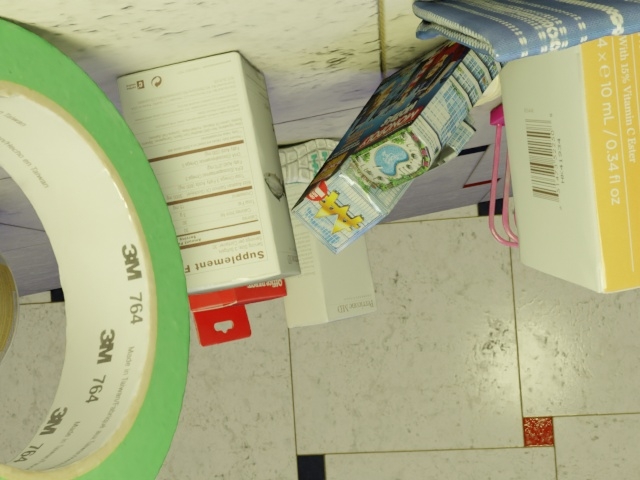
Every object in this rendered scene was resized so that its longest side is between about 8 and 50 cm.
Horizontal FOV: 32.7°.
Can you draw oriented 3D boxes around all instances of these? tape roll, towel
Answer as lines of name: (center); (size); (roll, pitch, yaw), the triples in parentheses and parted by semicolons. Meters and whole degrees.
tape roll: (-0.199, 0.028, 0.653); (0.077, 0.321, 0.321); (-12, 176, 26)
towel: (0.244, -0.159, 0.714); (0.336, 0.040, 0.243); (-11, -164, -4)

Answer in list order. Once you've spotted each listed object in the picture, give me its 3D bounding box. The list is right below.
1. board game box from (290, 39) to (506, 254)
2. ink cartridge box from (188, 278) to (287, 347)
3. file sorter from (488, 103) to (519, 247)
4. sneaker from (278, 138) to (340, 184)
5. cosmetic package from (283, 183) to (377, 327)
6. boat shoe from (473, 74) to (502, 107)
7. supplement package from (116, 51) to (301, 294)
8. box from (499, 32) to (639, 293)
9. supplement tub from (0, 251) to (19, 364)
board game box: (0.069, -0.083, 0.922); (0.194, 0.060, 0.194); (-53, -166, -25)
ink cartridge box: (-0.119, 0.018, 1.459); (0.078, 0.231, 0.134); (-13, 176, 29)
file sorter: (0.325, -0.078, 1.272); (0.202, 0.182, 0.291); (4, 178, -4)
sneaker: (-0.039, -0.098, 1.385); (0.166, 0.065, 0.076); (-5, -169, -30)
cosmetic package: (0.000, 0.000, 1.532); (0.085, 0.231, 0.117); (-14, 176, 41)
boat shoe: (0.113, -0.141, 1.067); (0.059, 0.063, 0.170); (-6, 165, -29)
supplement package: (-0.089, -0.049, 0.896); (0.105, 0.179, 0.105); (-11, 177, 7)
box: (0.350, -0.099, 0.936); (0.345, 0.215, 0.168); (-11, -170, -11)
supplement tub: (-0.480, 0.078, 1.252); (0.241, 0.241, 0.331); (-10, 176, -7)
